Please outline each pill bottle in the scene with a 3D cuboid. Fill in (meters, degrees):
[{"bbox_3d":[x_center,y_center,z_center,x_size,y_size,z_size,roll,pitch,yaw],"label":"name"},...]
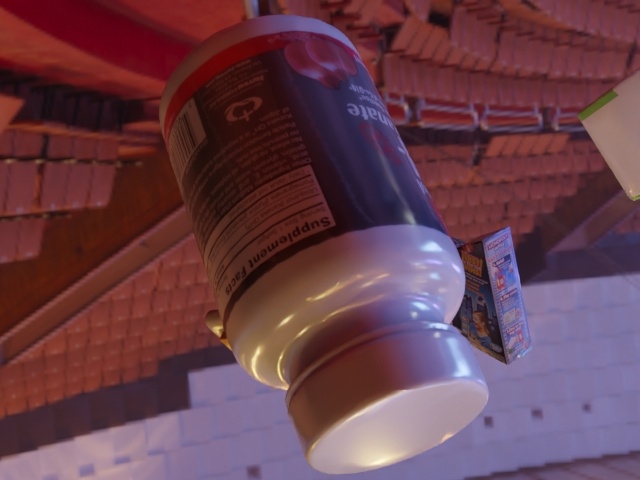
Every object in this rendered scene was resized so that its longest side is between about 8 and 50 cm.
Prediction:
[{"bbox_3d":[0.000,0.000,0.703,0.176,0.319,0.176,-16,149,-10],"label":"pill bottle"}]

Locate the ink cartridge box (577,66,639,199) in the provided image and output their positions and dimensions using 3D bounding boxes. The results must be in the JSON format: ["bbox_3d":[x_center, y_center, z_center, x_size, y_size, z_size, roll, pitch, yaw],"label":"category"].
[{"bbox_3d":[0.415,-0.166,0.906,0.272,0.115,0.198,-31,176,-8],"label":"ink cartridge box"}]

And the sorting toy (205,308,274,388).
[{"bbox_3d":[-0.083,0.193,1.660,0.193,0.208,0.038,-11,-140,41],"label":"sorting toy"}]

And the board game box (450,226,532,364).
[{"bbox_3d":[0.223,0.057,1.405,0.060,0.194,0.194,-25,-145,-31],"label":"board game box"}]
